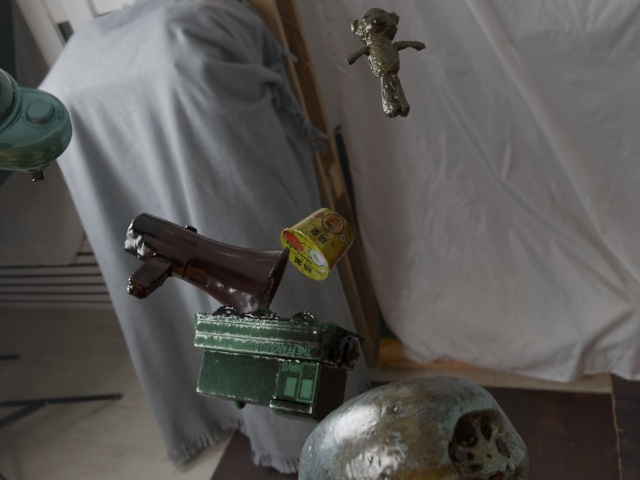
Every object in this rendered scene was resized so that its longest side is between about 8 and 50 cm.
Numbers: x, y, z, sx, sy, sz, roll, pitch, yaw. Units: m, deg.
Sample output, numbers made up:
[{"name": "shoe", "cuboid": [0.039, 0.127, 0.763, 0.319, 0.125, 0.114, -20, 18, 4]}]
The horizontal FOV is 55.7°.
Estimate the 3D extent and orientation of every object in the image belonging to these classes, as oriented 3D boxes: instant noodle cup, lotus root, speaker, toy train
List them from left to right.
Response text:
[{"name": "speaker", "cuboid": [-0.253, 0.078, 1.228, 0.329, 0.198, 0.259, 18, 48, 0]}, {"name": "toy train", "cuboid": [-0.087, 0.211, 1.052, 0.330, 0.138, 0.178, -1, 73, 31]}, {"name": "instant noodle cup", "cuboid": [0.000, 0.000, 1.729, 0.182, 0.182, 0.144, 17, 48, 43]}, {"name": "lotus root", "cuboid": [0.060, 0.226, 0.610, 0.322, 0.158, 0.140, -40, 39, 48]}]

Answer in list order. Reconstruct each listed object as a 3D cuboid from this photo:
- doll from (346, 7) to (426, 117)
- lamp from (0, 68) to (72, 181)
[{"name": "doll", "cuboid": [0.158, -0.463, 1.567, 0.202, 0.091, 0.286, 12, 82, 10]}, {"name": "lamp", "cuboid": [-0.508, -0.177, 0.866, 0.284, 0.147, 0.209, 18, 50, -21]}]
